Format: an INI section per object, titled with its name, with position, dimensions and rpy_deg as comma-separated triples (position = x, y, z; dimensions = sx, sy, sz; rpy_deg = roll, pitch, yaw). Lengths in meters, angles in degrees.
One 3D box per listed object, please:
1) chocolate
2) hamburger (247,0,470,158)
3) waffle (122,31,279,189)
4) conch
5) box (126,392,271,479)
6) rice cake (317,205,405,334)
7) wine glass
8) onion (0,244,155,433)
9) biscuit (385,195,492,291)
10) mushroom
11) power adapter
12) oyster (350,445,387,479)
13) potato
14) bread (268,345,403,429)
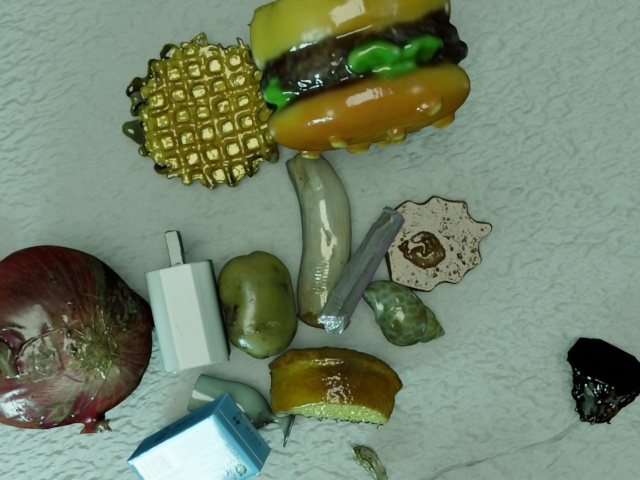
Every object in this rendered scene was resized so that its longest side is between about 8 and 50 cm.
[chocolate]
position = 0.522, 0.284, 1.735
dimensions = 0.156, 0.156, 0.133
rpy_deg = 15, 118, 2
[hamburger]
position = 0.070, -0.296, 1.627
dimensions = 0.395, 0.396, 0.278
rpy_deg = -13, 91, 2
[waffle]
position = -0.222, -0.249, 1.777
dimensions = 0.329, 0.062, 0.329
rpy_deg = 0, 91, 3
[conch]
position = 0.148, 0.136, 1.741
dimensions = 0.106, 0.116, 0.173
rpy_deg = -41, 76, -16
[box]
position = -0.226, 0.401, 1.715
dimensions = 0.232, 0.083, 0.143
rpy_deg = -32, 100, 23
[rice cake]
position = 0.079, 0.053, 1.708
dimensions = 0.049, 0.055, 0.270
rpy_deg = 42, 69, -32
[wine glass]
position = -0.149, 0.321, 1.758
dimensions = 0.202, 0.093, 0.093
rpy_deg = 17, 90, 1
[onion]
position = -0.474, 0.185, 1.665
dimensions = 0.353, 0.353, 0.354
rpy_deg = 0, 90, 2
[biscuit]
position = 0.226, 0.001, 1.775
dimensions = 0.215, 0.034, 0.182
rpy_deg = -14, 88, 3
[mushroom]
position = 0.000, 0.000, 1.757
dimensions = 0.122, 0.095, 0.352
rpy_deg = -5, 88, 18
[power adapter]
position = -0.252, 0.106, 1.713
dimensions = 0.124, 0.187, 0.255
rpy_deg = -13, 90, -5
[oyster]
position = 0.087, 0.436, 1.764
dimensions = 0.038, 0.080, 0.083
rpy_deg = -37, 54, 23
[potato]
position = -0.115, 0.121, 1.727
dimensions = 0.136, 0.154, 0.201
rpy_deg = -11, 84, -1
[bread]
position = 0.033, 0.262, 1.702
dimensions = 0.260, 0.134, 0.129
rpy_deg = 6, 61, -5
